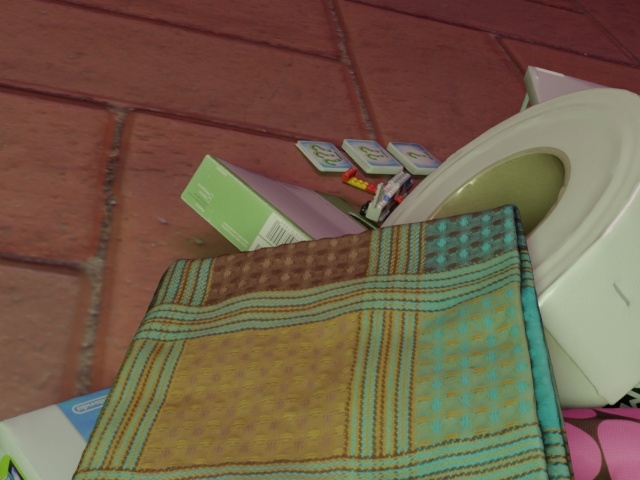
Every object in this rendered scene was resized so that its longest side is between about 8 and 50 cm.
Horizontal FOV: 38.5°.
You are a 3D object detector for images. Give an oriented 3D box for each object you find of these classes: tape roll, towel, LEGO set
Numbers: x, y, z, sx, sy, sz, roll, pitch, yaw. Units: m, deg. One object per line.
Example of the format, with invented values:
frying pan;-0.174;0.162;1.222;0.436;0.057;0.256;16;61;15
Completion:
tape roll;0.152;0.014;0.700;0.100;0.286;0.286;48;24;-20
towel;-0.009;0.105;0.488;0.271;0.040;0.370;-9;33;13
LEGO set;0.100;-0.074;1.057;0.182;0.060;0.244;0;31;-28

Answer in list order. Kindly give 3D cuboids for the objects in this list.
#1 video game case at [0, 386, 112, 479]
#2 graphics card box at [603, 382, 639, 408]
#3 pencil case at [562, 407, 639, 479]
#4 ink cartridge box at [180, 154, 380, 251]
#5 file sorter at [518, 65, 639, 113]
video game case;-0.028;0.173;0.584;0.269;0.061;0.244;-13;43;-42
graphics card box;0.379;0.170;0.709;0.370;0.094;0.233;23;12;13
pencil case;0.156;0.150;0.559;0.209;0.098;0.095;5;9;-19
ink cartridge box;0.000;0.000;0.892;0.171;0.056;0.235;39;12;31
file sorter;0.303;-0.047;1.003;0.192;0.173;0.278;15;30;-2
